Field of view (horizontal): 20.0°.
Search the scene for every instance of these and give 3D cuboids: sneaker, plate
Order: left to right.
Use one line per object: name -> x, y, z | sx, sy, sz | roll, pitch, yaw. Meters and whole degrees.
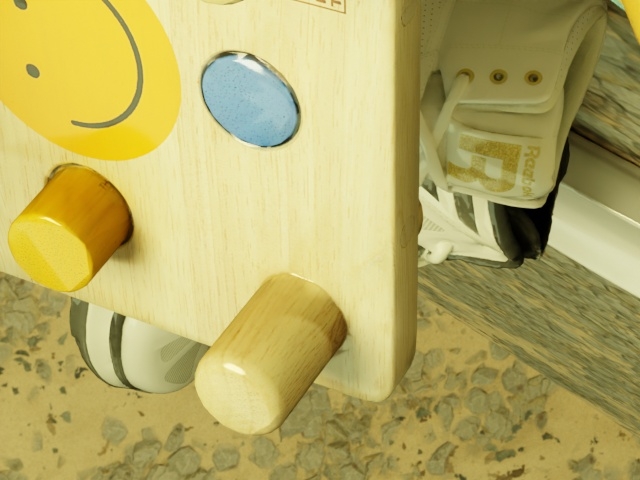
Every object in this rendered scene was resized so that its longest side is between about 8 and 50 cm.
sneaker -> 0.000, 0.000, 1.149 | 0.257, 0.169, 0.447 | 27, 141, 5
sneaker -> 0.022, -0.054, 0.834 | 0.169, 0.292, 0.108 | 26, 141, 24
plate -> 0.224, -0.005, 1.277 | 0.278, 0.045, 0.277 | 31, 175, 17

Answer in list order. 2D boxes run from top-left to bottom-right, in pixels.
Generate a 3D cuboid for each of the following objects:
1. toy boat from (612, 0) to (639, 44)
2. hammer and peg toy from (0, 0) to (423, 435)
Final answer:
toy boat -> 0.114, -0.087, 0.410 | 0.318, 0.148, 0.267 | 35, 175, -41
hammer and peg toy -> -0.079, -0.111, 0.602 | 0.266, 0.127, 0.361 | 19, 135, 21
